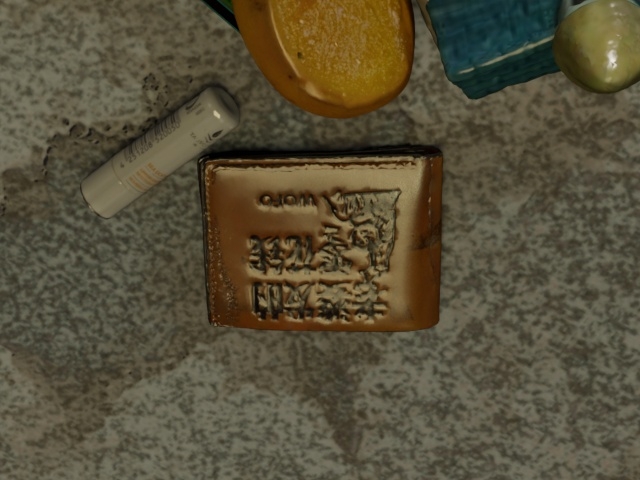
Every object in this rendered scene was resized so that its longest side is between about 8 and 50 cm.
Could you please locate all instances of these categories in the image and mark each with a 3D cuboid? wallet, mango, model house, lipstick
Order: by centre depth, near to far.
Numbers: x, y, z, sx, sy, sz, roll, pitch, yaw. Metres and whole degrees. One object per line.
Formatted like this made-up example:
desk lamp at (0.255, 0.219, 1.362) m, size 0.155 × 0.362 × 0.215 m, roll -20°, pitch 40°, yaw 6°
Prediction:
model house at (0.167, -0.205, 1.247) m, size 0.267 × 0.325 × 0.194 m, roll -18°, pitch 117°, yaw 14°
mango at (-0.011, -0.191, 1.374) m, size 0.102 × 0.141 × 0.217 m, roll -13°, pitch 101°, yaw 60°
lipstick at (-0.126, -0.070, 1.508) m, size 0.141 × 0.040 × 0.040 m, roll -35°, pitch 110°, yaw 21°
wallet at (0.000, 0.002, 1.534) m, size 0.195 × 0.042 × 0.161 m, roll 1°, pitch 118°, yaw 5°

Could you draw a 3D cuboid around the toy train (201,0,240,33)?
toy train at (-0.053, -0.180, 1.436) m, size 0.209 × 0.044 × 0.042 m, roll 40°, pitch 150°, yaw -15°
